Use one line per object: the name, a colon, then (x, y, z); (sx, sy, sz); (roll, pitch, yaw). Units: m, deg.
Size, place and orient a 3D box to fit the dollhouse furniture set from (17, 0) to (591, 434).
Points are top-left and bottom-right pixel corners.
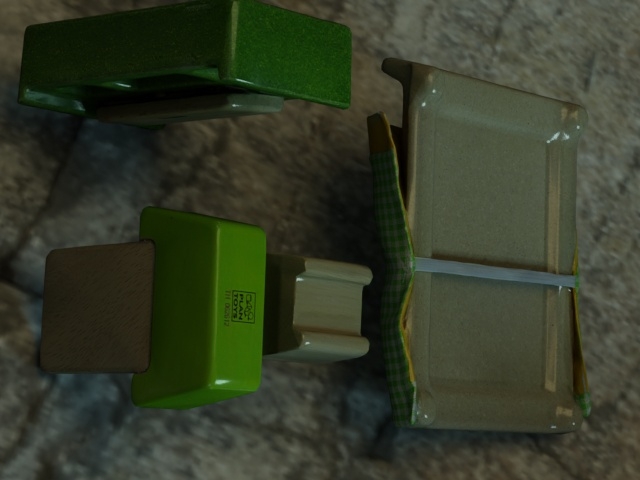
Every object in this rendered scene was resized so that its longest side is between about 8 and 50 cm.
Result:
dollhouse furniture set: (0.000, 0.000, 0.996); (0.301, 0.151, 0.198); (9, 81, -46)
